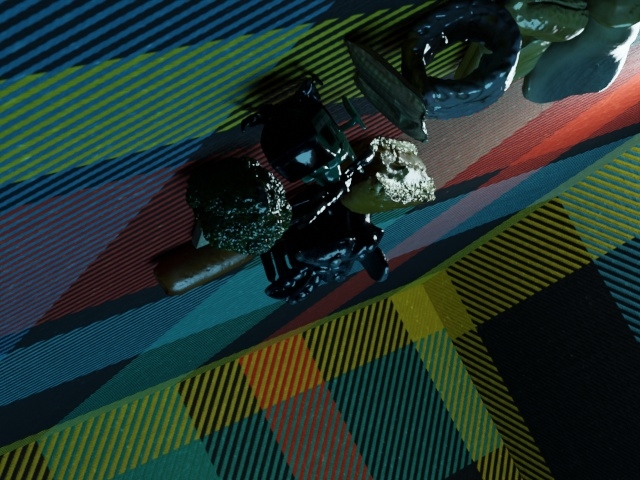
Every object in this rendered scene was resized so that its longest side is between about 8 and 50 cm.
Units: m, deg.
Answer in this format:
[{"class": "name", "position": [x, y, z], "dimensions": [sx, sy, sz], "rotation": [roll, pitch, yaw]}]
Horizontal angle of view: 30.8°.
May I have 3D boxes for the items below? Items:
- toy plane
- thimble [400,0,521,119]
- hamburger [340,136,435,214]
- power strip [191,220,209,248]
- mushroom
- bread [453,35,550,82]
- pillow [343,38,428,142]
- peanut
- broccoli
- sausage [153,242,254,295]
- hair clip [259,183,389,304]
[{"class": "toy plane", "position": [-0.005, -0.124, 1.501], "dimensions": [0.106, 0.155, 0.382], "rotation": [-30, -173, 13]}, {"class": "thimble", "position": [0.178, -0.229, 1.479], "dimensions": [0.151, 0.127, 0.118], "rotation": [-20, 169, 1]}, {"class": "hamburger", "position": [0.103, -0.098, 1.983], "dimensions": [0.131, 0.124, 0.262], "rotation": [-30, 169, 21]}, {"class": "power strip", "position": [-0.169, -0.037, 1.866], "dimensions": [0.060, 0.027, 0.253], "rotation": [-24, 170, -16]}, {"class": "mushroom", "position": [0.401, -0.299, 1.715], "dimensions": [0.159, 0.122, 0.329], "rotation": [-44, 172, -10]}, {"class": "bread", "position": [0.268, -0.273, 1.686], "dimensions": [0.139, 0.060, 0.178], "rotation": [-25, 170, -11]}, {"class": "pillow", "position": [0.088, -0.185, 1.471], "dimensions": [0.034, 0.135, 0.211], "rotation": [-49, 170, -3]}, {"class": "peanut", "position": [0.291, -0.303, 1.540], "dimensions": [0.174, 0.080, 0.080], "rotation": [-3, 156, -46]}, {"class": "broccoli", "position": [-0.110, -0.047, 1.628], "dimensions": [0.162, 0.146, 0.138], "rotation": [-13, 172, -35]}, {"class": "sausage", "position": [-0.196, 0.032, 2.027], "dimensions": [0.197, 0.076, 0.076], "rotation": [-25, 170, -19]}, {"class": "hair clip", "position": [0.006, -0.002, 2.138], "dimensions": [0.206, 0.195, 0.310], "rotation": [-10, 166, -22]}]
